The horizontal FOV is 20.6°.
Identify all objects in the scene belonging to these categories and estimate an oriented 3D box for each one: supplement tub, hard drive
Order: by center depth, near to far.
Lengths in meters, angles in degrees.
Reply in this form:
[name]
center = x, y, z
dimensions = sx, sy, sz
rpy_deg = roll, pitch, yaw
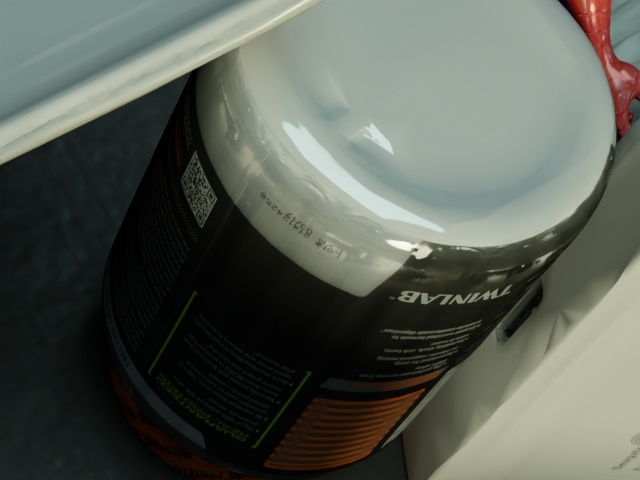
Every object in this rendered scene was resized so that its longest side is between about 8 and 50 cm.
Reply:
[supplement tub]
center = 0.000, 0.000, 0.540
dimensions = 0.117, 0.190, 0.117
rpy_deg = 10, 58, -17
[hard drive]
center = 0.205, 0.035, 0.590
dimensions = 0.308, 0.203, 0.040
rpy_deg = 3, 59, -19

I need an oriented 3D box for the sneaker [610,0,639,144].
[sneaker]
center = 0.260, -0.021, 0.696
dimensions = 0.130, 0.323, 0.236
rpy_deg = -77, 147, -49

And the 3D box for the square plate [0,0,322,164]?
[square plate]
center = -0.185, -0.133, 0.529
dimensions = 0.344, 0.049, 0.347
rpy_deg = -27, 66, 14

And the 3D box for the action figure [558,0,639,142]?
[action figure]
center = 0.095, -0.061, 0.558
dimensions = 0.091, 0.280, 0.139
rpy_deg = -19, 70, -29
